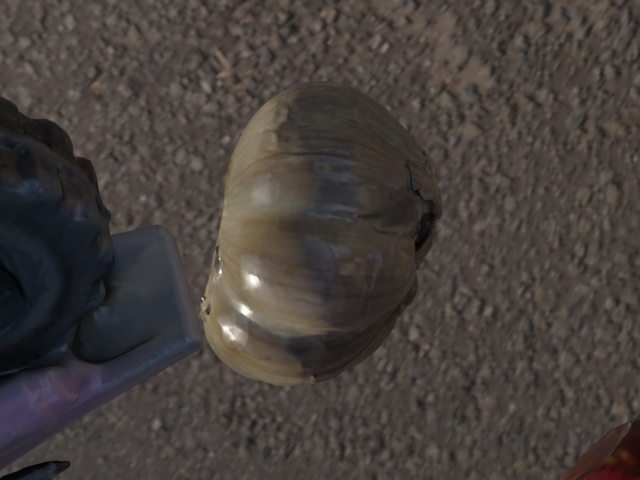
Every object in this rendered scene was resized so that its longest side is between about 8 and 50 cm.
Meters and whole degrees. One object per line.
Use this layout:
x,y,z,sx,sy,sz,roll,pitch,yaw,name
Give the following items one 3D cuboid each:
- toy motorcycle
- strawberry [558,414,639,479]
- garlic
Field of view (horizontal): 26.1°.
-0.178,0.072,0.391,0.327,0.188,0.143,-29,58,14,toy motorcycle
0.201,0.222,0.656,0.239,0.250,0.288,-32,98,10,strawberry
0.001,-0.003,0.964,0.152,0.228,0.228,14,123,-11,garlic
